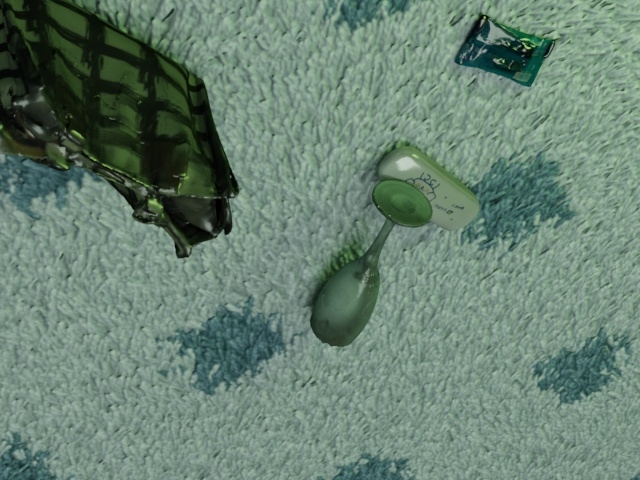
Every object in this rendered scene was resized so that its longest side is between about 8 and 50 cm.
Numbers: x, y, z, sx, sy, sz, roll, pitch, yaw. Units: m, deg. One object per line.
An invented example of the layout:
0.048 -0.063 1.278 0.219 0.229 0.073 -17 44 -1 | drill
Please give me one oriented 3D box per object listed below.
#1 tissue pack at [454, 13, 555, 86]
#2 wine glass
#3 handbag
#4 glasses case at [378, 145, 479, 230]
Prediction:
0.274 -0.275 1.594 0.138 0.028 0.085 14 123 -22 | tissue pack
0.000 0.000 1.727 0.264 0.096 0.309 32 133 5 | wine glass
-0.277 -0.157 1.331 0.325 0.327 0.162 26 113 -33 | handbag
0.171 -0.079 1.703 0.076 0.049 0.197 -41 126 22 | glasses case
